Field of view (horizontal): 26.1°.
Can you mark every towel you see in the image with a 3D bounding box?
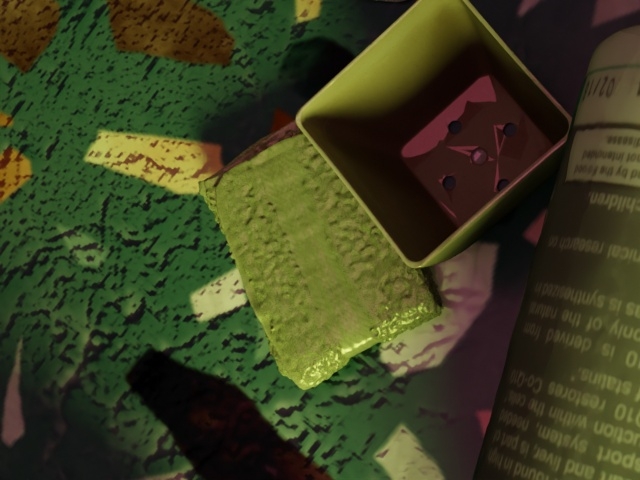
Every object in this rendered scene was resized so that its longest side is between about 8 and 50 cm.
[{"bbox_3d":[0.000,0.000,0.797,0.110,0.027,0.148,-31,71,15],"label":"towel"}]

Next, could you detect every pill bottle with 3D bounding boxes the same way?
[{"bbox_3d":[0.174,0.103,0.616,0.204,0.204,0.361,15,88,23],"label":"pill bottle"}]

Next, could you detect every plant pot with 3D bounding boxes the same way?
[{"bbox_3d":[0.073,-0.053,0.737,0.109,0.096,0.109,-42,69,12],"label":"plant pot"}]
